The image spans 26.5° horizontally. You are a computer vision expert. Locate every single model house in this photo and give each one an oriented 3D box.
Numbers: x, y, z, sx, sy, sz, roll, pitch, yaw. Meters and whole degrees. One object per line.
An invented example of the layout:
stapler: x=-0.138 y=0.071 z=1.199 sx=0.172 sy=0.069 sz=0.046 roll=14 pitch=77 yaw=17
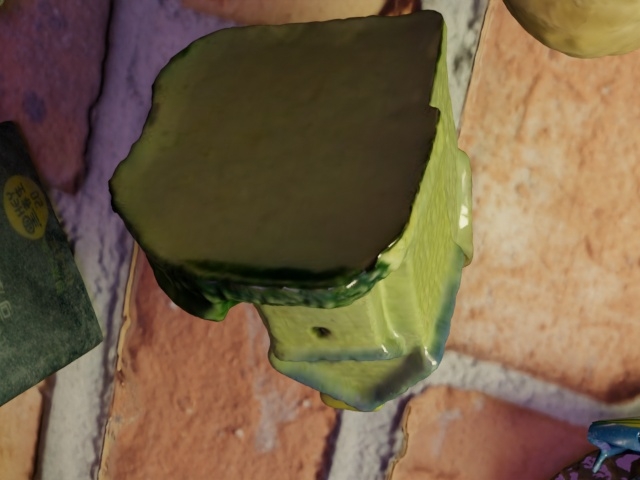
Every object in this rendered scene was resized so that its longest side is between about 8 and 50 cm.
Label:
model house: x=0.000 y=0.000 z=0.832 sx=0.195 sy=0.214 sz=0.189 roll=-5 pitch=140 yaw=20

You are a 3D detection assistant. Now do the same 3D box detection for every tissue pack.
tissue pack: x=-0.270 y=0.035 z=0.919 sx=0.081 sy=0.257 sz=0.185 roll=-19 pitch=97 yaw=26

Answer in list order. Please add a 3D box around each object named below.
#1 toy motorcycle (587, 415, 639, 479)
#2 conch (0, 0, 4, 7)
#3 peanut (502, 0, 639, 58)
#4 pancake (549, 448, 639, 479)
toy motorcycle: x=0.291 y=0.149 z=0.819 sx=0.254 sy=0.092 sz=0.135 roll=-3 pitch=88 yaw=18
conch: x=-0.258 y=-0.191 z=0.964 sx=0.076 sy=0.056 sz=0.085 roll=-16 pitch=98 yaw=40
peanut: x=0.174 y=-0.265 z=0.720 sx=0.158 sy=0.174 sz=0.340 roll=0 pitch=104 yaw=-14
pancake: x=0.226 y=0.246 z=0.914 sx=0.212 sy=0.029 sz=0.235 roll=-13 pitch=100 yaw=23
